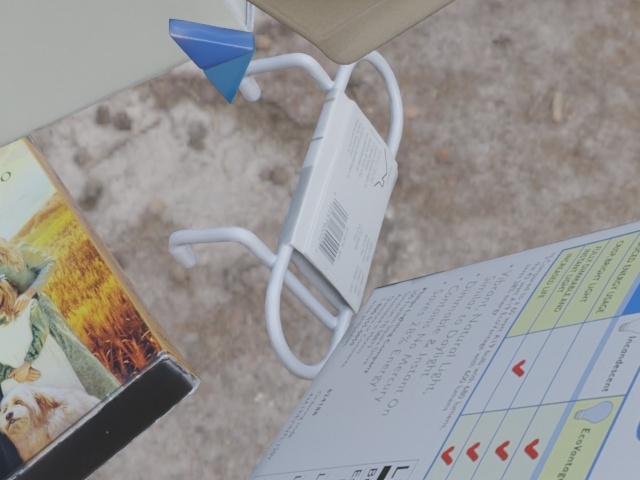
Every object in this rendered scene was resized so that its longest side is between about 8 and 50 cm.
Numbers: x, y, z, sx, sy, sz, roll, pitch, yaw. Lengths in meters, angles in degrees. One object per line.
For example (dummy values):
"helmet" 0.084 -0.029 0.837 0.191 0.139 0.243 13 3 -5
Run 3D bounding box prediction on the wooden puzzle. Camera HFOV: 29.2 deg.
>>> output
"wooden puzzle" 0.007 -0.075 0.277 0.116 0.078 0.014 -24 52 25

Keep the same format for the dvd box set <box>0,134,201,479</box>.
"dvd box set" -0.320 0.075 1.056 0.307 0.062 0.420 -38 48 -3

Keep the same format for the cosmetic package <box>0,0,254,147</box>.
"cosmetic package" -0.187 -0.128 0.595 0.296 0.129 0.153 -22 39 17

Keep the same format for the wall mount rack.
"wall mount rack" 0.000 0.000 1.174 0.130 0.304 0.350 -6 51 33

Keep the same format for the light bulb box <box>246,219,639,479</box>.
"light bulb box" 0.121 0.191 0.652 0.225 0.361 0.358 47 57 -18
